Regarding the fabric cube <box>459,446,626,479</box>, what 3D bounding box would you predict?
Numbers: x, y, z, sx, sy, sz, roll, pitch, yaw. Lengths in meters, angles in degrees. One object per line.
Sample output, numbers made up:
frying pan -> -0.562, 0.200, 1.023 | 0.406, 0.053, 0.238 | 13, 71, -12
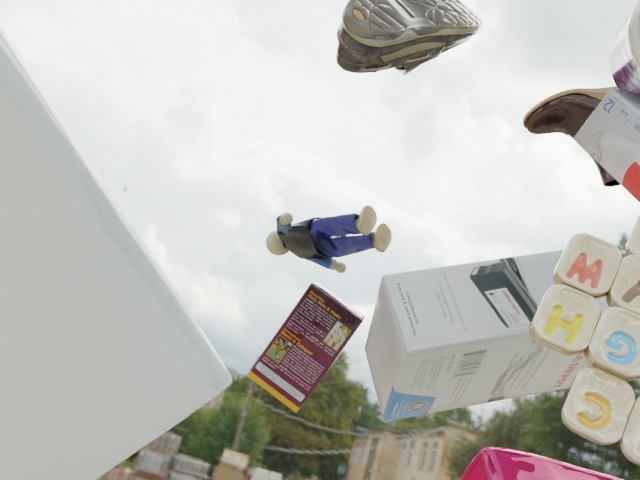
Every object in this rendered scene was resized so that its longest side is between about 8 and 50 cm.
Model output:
fabric cube -> 0.262, 0.429, 0.738 | 0.254, 0.259, 0.258 | 18, 24, -12

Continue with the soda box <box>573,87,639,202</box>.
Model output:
soda box -> 0.471, -0.082, 0.894 | 0.098, 0.286, 0.091 | 4, -49, -33

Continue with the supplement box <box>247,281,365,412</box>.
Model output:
supplement box -> -0.021, 0.173, 1.124 | 0.104, 0.188, 0.081 | 36, 2, 7

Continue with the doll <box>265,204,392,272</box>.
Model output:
doll -> 0.000, 0.000, 0.901 | 0.189, 0.046, 0.129 | -7, -40, 39

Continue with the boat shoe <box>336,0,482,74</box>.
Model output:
boat shoe -> 0.157, -0.388, 1.267 | 0.356, 0.132, 0.130 | -17, -25, -38

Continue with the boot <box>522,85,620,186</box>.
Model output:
boot -> 0.530, -0.198, 1.322 | 0.249, 0.206, 0.090 | -12, -31, 22

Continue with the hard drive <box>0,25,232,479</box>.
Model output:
hard drive -> -0.232, 0.015, 0.382 | 0.352, 0.233, 0.047 | 63, -13, -27

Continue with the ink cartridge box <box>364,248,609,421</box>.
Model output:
ink cartridge box -> 0.302, 0.175, 1.249 | 0.395, 0.166, 0.285 | -7, -36, -10

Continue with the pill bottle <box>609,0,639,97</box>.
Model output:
pill bottle -> 0.530, -0.288, 1.020 | 0.170, 0.169, 0.301 | 10, 6, 15

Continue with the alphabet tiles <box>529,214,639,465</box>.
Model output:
alphabet tiles -> 0.364, 0.098, 0.670 | 0.284, 0.278, 0.021 | 25, -26, 18
